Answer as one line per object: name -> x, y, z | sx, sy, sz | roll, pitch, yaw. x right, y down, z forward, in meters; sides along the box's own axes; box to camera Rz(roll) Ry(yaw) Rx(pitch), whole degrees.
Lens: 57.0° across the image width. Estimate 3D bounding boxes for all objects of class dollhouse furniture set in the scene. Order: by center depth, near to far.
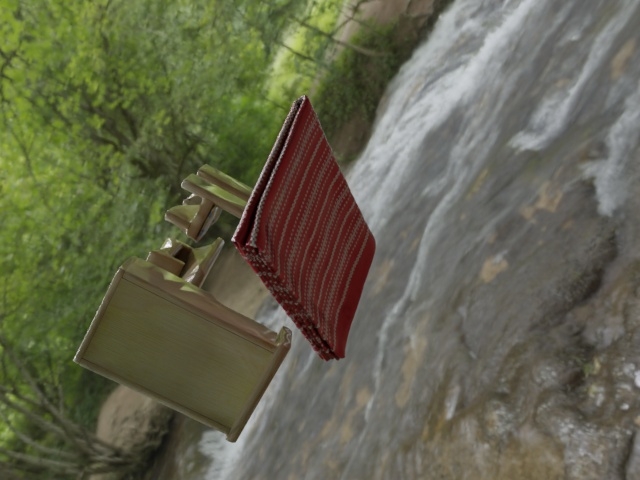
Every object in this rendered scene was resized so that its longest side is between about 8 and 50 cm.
dollhouse furniture set -> -0.192, 0.111, 0.995 | 0.362, 0.256, 0.394 | -60, 7, 12

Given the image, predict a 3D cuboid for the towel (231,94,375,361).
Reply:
towel -> 0.000, 0.000, 0.685 | 0.275, 0.031, 0.199 | 60, -138, -49
